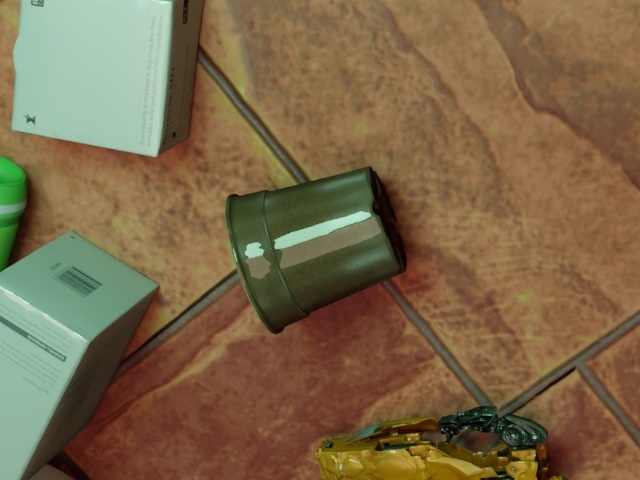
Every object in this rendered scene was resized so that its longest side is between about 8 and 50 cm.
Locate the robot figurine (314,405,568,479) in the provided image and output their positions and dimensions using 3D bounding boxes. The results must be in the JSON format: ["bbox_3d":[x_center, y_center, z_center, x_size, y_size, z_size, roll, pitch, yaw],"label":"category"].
[{"bbox_3d":[0.148,0.290,1.718,0.291,0.085,0.211,-6,103,17],"label":"robot figurine"}]

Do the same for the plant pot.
[{"bbox_3d":[0.000,0.000,1.645,0.165,0.167,0.167,-20,99,11],"label":"plant pot"}]

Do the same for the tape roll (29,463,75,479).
[{"bbox_3d":[-0.409,0.408,1.846,0.286,0.100,0.286,0,114,0],"label":"tape roll"}]

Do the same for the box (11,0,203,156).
[{"bbox_3d":[-0.240,-0.204,1.666,0.181,0.119,0.181,12,108,11],"label":"box"}]

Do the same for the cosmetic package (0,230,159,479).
[{"bbox_3d":[-0.325,0.139,1.724,0.138,0.224,0.225,32,110,5],"label":"cosmetic package"}]

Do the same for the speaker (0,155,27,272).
[{"bbox_3d":[-0.446,0.043,1.781,0.131,0.131,0.297,23,109,8],"label":"speaker"}]
